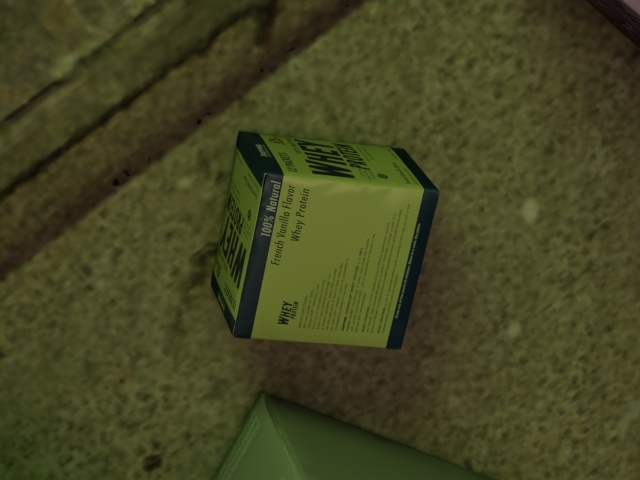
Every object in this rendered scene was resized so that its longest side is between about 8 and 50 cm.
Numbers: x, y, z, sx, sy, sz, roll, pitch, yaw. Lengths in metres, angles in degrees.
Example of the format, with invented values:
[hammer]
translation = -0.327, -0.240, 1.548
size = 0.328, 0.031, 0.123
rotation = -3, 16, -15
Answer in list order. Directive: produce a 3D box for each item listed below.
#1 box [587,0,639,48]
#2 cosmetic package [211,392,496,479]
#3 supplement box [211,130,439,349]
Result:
[box]
translation = 0.231, -0.170, 0.681
size = 0.213, 0.117, 0.243
rotation = 35, 100, -26
[cosmetic package]
translation = 0.049, 0.185, 0.800
size = 0.238, 0.107, 0.127
rotation = 26, 105, -21
[supplement box]
translation = 0.000, 0.000, 0.726
size = 0.083, 0.056, 0.083
rotation = 5, 112, -18
